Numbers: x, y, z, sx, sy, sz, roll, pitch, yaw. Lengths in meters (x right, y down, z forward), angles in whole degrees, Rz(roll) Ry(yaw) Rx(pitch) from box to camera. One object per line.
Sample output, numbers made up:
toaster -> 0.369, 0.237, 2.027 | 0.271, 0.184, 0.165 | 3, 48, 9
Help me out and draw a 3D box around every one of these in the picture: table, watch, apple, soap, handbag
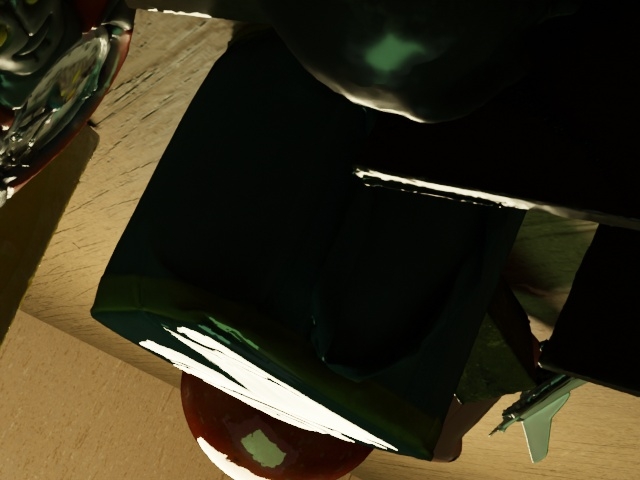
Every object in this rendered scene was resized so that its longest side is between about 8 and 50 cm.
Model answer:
table -> 0.216, -0.033, 0.514 | 0.282, 0.196, 0.250 | 13, 161, 39
watch -> -0.282, -0.173, 0.725 | 0.274, 0.241, 0.305 | 36, 164, 7
apple -> -0.043, 0.160, 1.318 | 0.260, 0.260, 0.216 | 33, 142, -27
soap -> -0.357, -0.019, 1.097 | 0.091, 0.315, 0.199 | 8, 157, 37
handbag -> 0.000, 0.000, 0.808 | 0.263, 0.241, 0.222 | 34, 161, -26

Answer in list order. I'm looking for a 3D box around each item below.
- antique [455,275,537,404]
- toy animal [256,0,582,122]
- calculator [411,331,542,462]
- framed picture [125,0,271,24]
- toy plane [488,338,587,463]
antique -> 0.122, 0.055, 1.018 | 0.080, 0.081, 0.221 | -17, 136, 20
toy animal -> -0.037, -0.186, 0.432 | 0.343, 0.168, 0.106 | 36, 167, 7
calculator -> 0.068, 0.115, 1.153 | 0.329, 0.220, 0.048 | 30, -157, -24
framed picture -> -0.050, -0.172, 0.665 | 0.168, 0.023, 0.128 | 8, 160, 11
toy plane -> 0.241, 0.126, 1.100 | 0.082, 0.160, 0.234 | 45, 131, 18
